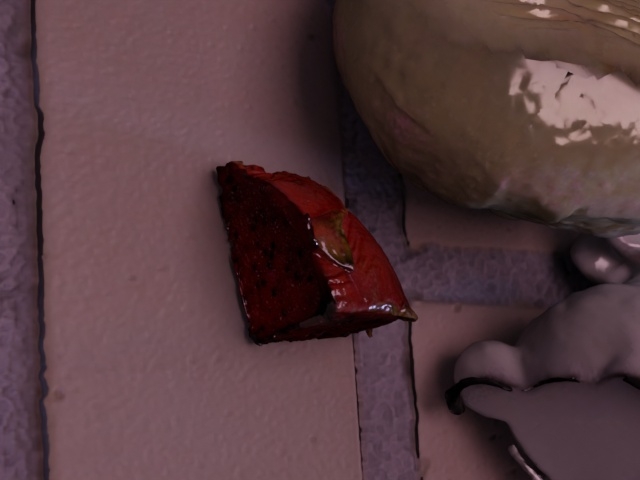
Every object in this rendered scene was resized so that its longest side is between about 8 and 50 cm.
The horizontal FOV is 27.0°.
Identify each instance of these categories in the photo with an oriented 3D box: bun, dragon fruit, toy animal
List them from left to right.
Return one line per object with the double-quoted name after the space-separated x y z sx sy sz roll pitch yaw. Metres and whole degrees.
0.001 0.000 1.013 0.127 0.121 0.161 -11 81 -42 "dragon fruit"
0.175 -0.118 1.097 0.361 0.213 0.361 20 28 -11 "bun"
0.287 0.080 1.175 0.258 0.194 0.357 35 42 3 "toy animal"
